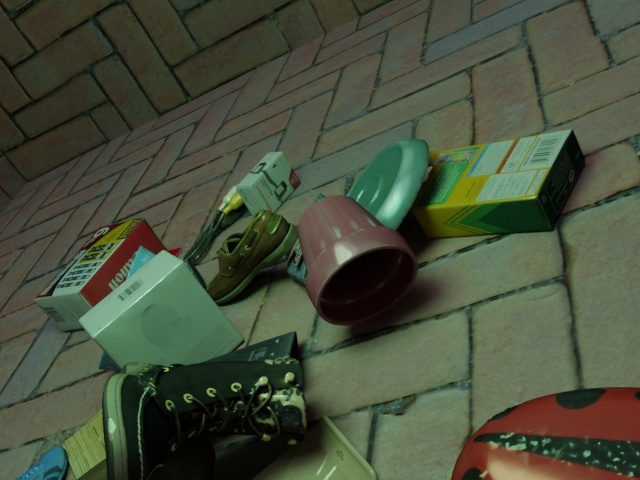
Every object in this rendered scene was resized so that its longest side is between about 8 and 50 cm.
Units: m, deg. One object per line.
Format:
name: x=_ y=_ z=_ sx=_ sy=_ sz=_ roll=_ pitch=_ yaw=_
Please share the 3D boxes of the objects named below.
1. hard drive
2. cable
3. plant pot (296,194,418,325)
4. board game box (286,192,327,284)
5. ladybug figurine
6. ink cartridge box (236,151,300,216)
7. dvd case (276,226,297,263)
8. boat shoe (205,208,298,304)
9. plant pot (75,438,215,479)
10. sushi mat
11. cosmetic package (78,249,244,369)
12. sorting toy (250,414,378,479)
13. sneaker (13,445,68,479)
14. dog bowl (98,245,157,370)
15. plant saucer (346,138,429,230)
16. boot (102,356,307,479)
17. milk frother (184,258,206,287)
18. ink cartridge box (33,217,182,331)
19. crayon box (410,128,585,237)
hard drive: x=-0.161 y=0.245 z=1.404 sx=0.255 sy=0.054 sz=0.172 roll=-20 pitch=8 yaw=5
cable: x=-0.292 y=-0.052 z=2.095 sx=0.287 sy=0.072 sz=0.139 roll=-47 pitch=24 yaw=-24
plant pot: x=0.049 y=0.023 z=1.398 sx=0.201 sy=0.201 sz=0.180 roll=-32 pitch=51 yaw=3
board game box: x=0.000 y=0.000 z=1.584 sx=0.194 sy=0.060 sz=0.194 roll=-61 pitch=15 yaw=-5
ladybug figurine: x=0.312 y=0.271 z=0.802 sx=0.449 sy=0.162 sz=0.305 roll=-8 pitch=37 yaw=41
ink cartridge box: x=-0.137 y=-0.145 z=2.037 sx=0.063 sy=0.109 sz=0.150 roll=1 pitch=43 yaw=43
dvd case: x=-0.102 y=0.017 z=1.838 sx=0.087 sy=0.013 sz=0.119 roll=-18 pitch=30 yaw=28
boat shoe: x=-0.175 y=0.030 z=1.710 sx=0.307 sy=0.104 sz=0.110 roll=-41 pitch=22 yaw=34
plant pot: x=-0.264 y=0.396 z=1.210 sx=0.215 sy=0.215 sz=0.230 roll=-19 pitch=15 yaw=26
sushi mat: x=-0.416 y=0.417 z=1.510 sx=0.151 sy=0.019 sz=0.316 roll=-41 pitch=28 yaw=-14
cosmetic package: x=-0.320 y=0.182 z=1.569 sx=0.224 sy=0.224 sz=0.138 roll=-41 pitch=26 yaw=-16
sorting toy: x=-0.026 y=0.377 z=1.141 sx=0.208 sy=0.038 sz=0.193 roll=-42 pitch=28 yaw=-8
sneaker: x=-0.560 y=0.472 z=1.501 sx=0.069 sy=0.082 sz=0.209 roll=-33 pitch=24 yaw=27
dog bowl: x=-0.408 y=0.159 z=1.705 sx=0.166 sy=0.074 sz=0.297 roll=-96 pitch=25 yaw=-70
plant saucer: x=0.109 y=-0.082 z=1.592 sx=0.317 sy=0.044 sz=0.317 roll=-52 pitch=17 yaw=24
boot: x=-0.162 y=0.254 z=1.137 sx=0.284 sy=0.138 sz=0.377 roll=-1 pitch=1 yaw=-7
milk frother: x=-0.343 y=0.131 z=1.843 sx=0.135 sy=0.129 sz=0.143 roll=-34 pitch=70 yaw=0
ink cartridge box: x=-0.571 y=0.087 z=2.106 sx=0.272 sy=0.130 sz=0.309 roll=-10 pitch=35 yaw=36
crayon box: x=0.320 y=-0.104 z=1.500 sx=0.323 sy=0.083 sz=0.203 roll=-3 pitch=40 yaw=44
